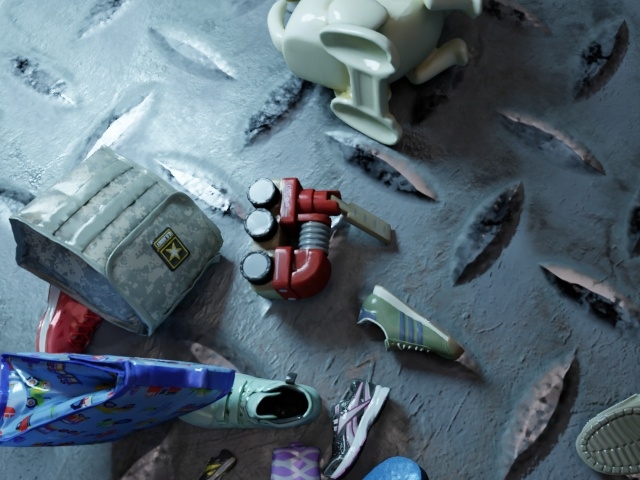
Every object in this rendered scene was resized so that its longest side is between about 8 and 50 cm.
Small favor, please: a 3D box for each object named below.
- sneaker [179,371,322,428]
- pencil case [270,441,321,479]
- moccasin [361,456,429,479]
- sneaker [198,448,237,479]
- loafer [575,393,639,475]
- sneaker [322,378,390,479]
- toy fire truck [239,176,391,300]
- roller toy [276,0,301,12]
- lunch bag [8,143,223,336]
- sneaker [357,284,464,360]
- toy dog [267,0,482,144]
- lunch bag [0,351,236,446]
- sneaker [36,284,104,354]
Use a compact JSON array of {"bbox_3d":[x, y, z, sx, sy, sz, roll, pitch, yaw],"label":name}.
[{"bbox_3d":[-0.128,0.258,0.870,0.256,0.151,0.094,-1,71,3],"label":"sneaker"},{"bbox_3d":[-0.039,0.427,0.837,0.087,0.088,0.205,0,70,6],"label":"pencil case"},{"bbox_3d":[0.067,0.492,0.787,0.117,0.138,0.341,45,69,-30],"label":"moccasin"},{"bbox_3d":[-0.180,0.384,0.892,0.083,0.031,0.035,-36,59,-16],"label":"sneaker"},{"bbox_3d":[0.548,0.297,0.871,0.269,0.092,0.101,-28,69,8],"label":"loafer"},{"bbox_3d":[0.045,0.311,0.892,0.077,0.071,0.178,24,54,19],"label":"sneaker"},{"bbox_3d":[0.000,0.000,0.981,0.247,0.158,0.216,-2,69,12],"label":"toy fire truck"},{"bbox_3d":[-0.027,-0.623,1.201,0.210,0.146,0.191,-26,70,-7],"label":"roller toy"},{"bbox_3d":[-0.338,0.003,0.938,0.287,0.168,0.235,31,48,1],"label":"lunch bag"},{"bbox_3d":[0.151,0.168,0.947,0.192,0.064,0.086,37,82,14],"label":"sneaker"},{"bbox_3d":[0.137,-0.458,1.097,0.396,0.284,0.407,28,71,30],"label":"toy dog"},{"bbox_3d":[-0.289,0.226,0.794,0.294,0.221,0.138,-13,68,25],"label":"lunch bag"},{"bbox_3d":[-0.421,0.146,0.957,0.128,0.087,0.221,-6,70,1],"label":"sneaker"}]
